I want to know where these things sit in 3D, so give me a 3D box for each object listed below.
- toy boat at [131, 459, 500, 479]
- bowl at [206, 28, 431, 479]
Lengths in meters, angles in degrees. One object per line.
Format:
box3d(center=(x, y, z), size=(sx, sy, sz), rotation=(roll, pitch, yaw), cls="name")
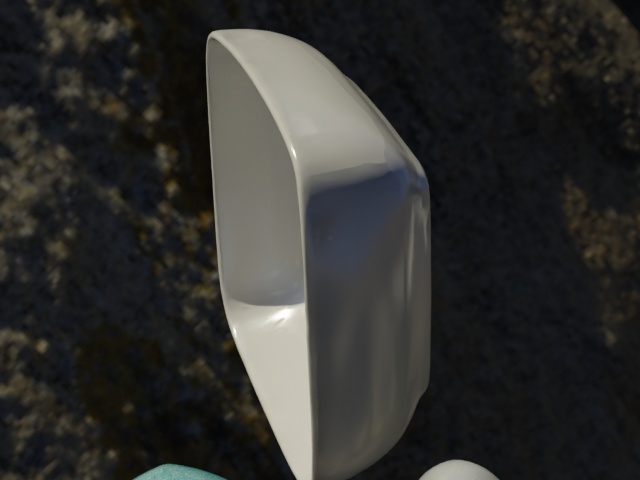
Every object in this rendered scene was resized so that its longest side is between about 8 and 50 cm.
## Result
box3d(center=(-0.031, 0.226, 1.003), size=(0.318, 0.148, 0.267), rotation=(-11, 40, -4), cls="toy boat")
box3d(center=(0.000, 0.000, 0.561), size=(0.053, 0.142, 0.142), rotation=(-11, 30, -13), cls="bowl")
